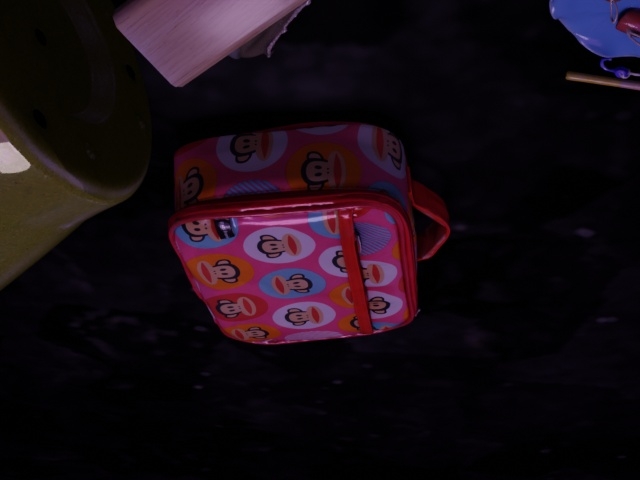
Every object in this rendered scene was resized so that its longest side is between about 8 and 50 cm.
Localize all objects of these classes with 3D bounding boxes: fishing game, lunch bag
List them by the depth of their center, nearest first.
[{"bbox_3d":[0.251,-0.172,0.678,0.189,0.041,0.264,11,156,4],"label":"fishing game"},{"bbox_3d":[0.000,0.000,0.962,0.258,0.120,0.293,-5,151,6],"label":"lunch bag"}]

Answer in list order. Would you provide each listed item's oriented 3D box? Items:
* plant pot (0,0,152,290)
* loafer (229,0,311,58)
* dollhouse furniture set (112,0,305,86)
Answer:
[{"bbox_3d":[-0.323,-0.077,0.664,0.353,0.366,0.366,-22,144,15],"label":"plant pot"},{"bbox_3d":[0.007,-0.198,0.629,0.087,0.094,0.251,19,146,-19],"label":"loafer"},{"bbox_3d":[-0.110,-0.264,0.389,0.303,0.174,0.355,-29,124,24],"label":"dollhouse furniture set"}]
